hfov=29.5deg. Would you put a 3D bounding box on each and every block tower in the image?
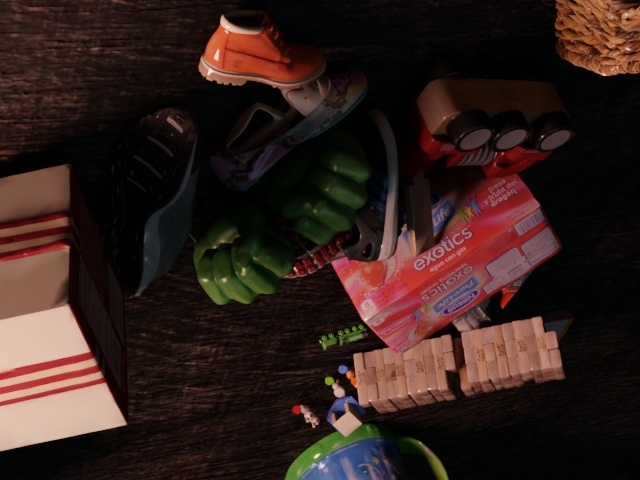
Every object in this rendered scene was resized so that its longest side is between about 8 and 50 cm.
[{"bbox_3d":[0.230,0.208,2.014,0.335,0.091,0.097,-12,157,11],"label":"block tower"}]

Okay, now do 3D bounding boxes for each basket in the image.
[{"bbox_3d":[0.464,-0.307,1.522,0.299,0.213,0.223,-25,144,-6],"label":"basket"}]

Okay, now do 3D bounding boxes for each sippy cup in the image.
[{"bbox_3d":[0.080,0.495,2.246,0.305,0.224,0.240,-39,144,13],"label":"sippy cup"}]

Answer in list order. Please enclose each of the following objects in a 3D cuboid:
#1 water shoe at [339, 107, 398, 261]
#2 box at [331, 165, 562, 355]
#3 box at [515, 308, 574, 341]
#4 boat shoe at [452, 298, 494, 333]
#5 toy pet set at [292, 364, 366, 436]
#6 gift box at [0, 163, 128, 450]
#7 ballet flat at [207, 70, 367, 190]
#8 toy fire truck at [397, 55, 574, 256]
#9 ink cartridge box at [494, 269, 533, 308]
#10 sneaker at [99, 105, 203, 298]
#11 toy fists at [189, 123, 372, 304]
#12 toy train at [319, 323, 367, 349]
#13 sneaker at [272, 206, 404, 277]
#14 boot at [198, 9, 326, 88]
[{"bbox_3d":[0.058,-0.069,1.588,0.080,0.073,0.203,-5,100,-11],"label":"water shoe"},{"bbox_3d":[0.183,0.014,1.785,0.300,0.142,0.154,-34,145,7],"label":"box"},{"bbox_3d":[0.393,0.169,2.235,0.136,0.028,0.081,-5,138,-28],"label":"box"},{"bbox_3d":[0.237,0.095,1.994,0.081,0.079,0.227,-38,151,0],"label":"boat shoe"},{"bbox_3d":[0.028,0.273,2.094,0.122,0.065,0.114,-41,109,10],"label":"toy pet set"},{"bbox_3d":[-0.363,0.106,1.356,0.258,0.255,0.276,-11,132,1],"label":"gift box"},{"bbox_3d":[-0.045,-0.148,1.488,0.221,0.077,0.079,-36,125,10],"label":"ballet flat"},{"bbox_3d":[0.200,-0.110,1.656,0.217,0.159,0.246,-3,149,-34],"label":"toy fire truck"},{"bbox_3d":[0.304,0.053,1.990,0.029,0.063,0.115,-1,136,-37],"label":"ink cartridge box"},{"bbox_3d":[-0.197,-0.055,1.484,0.108,0.100,0.272,-29,151,-48],"label":"sneaker"},{"bbox_3d":[-0.054,-0.033,1.555,0.279,0.142,0.096,-40,145,13],"label":"toy fists"},{"bbox_3d":[0.039,0.157,1.965,0.083,0.024,0.017,-15,143,-20],"label":"toy train"},{"bbox_3d":[0.000,0.000,1.675,0.225,0.088,0.093,-10,179,-10],"label":"sneaker"},{"bbox_3d":[-0.055,-0.222,1.393,0.157,0.059,0.085,-3,133,-32],"label":"boot"}]
